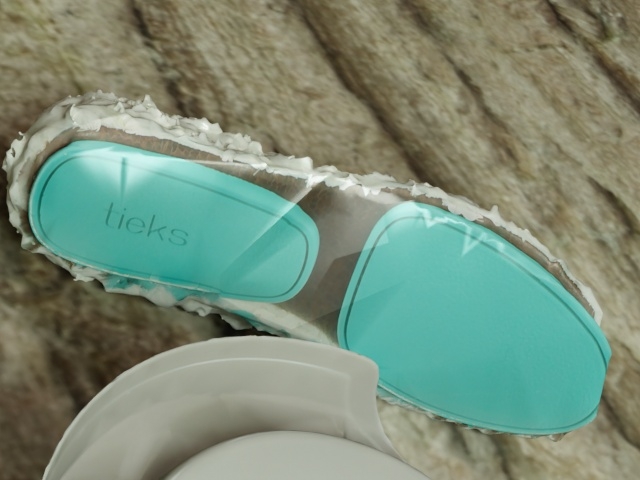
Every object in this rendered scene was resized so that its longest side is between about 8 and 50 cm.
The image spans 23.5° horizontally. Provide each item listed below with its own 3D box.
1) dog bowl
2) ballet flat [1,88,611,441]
[{"bbox_3d":[0.005,0.214,0.737,0.349,0.102,0.348,21,41,-20],"label":"dog bowl"},{"bbox_3d":[0.000,0.000,0.981,0.409,0.147,0.147,23,41,-15],"label":"ballet flat"}]
